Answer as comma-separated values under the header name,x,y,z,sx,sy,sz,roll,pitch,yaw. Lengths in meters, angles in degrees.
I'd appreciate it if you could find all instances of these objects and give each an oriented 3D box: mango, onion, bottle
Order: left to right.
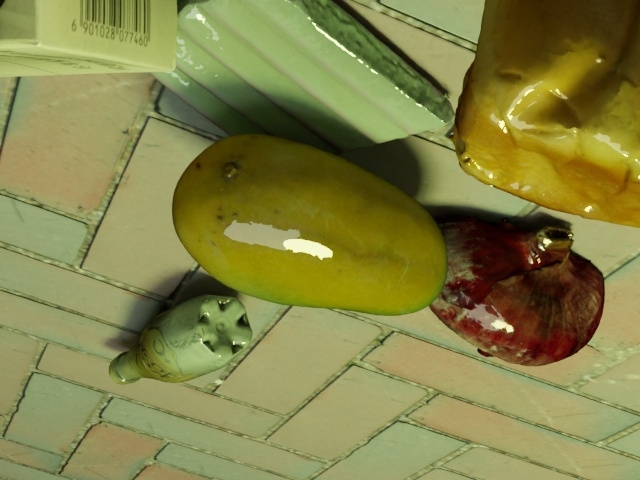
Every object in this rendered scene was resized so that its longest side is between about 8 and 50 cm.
name,x,y,z,sx,sy,sz,roll,pitch,yaw
bottle,-0.172,0.122,1.262,0.083,0.083,0.269,28,151,-26
mango,0.000,0.000,0.893,0.251,0.114,0.156,25,140,-23
onion,0.174,0.055,1.009,0.205,0.098,0.151,23,149,-17

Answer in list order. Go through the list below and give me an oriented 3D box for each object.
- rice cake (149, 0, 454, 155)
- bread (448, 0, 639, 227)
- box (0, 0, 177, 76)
name,x,y,z,sx,sy,sz,roll,pitch,yaw
rice cake,-0.030,-0.124,0.841,0.189,0.037,0.198,-13,142,37
bread,0.232,-0.085,0.676,0.294,0.167,0.132,19,160,1
box,-0.247,-0.151,0.756,0.256,0.069,0.164,2,-177,22
